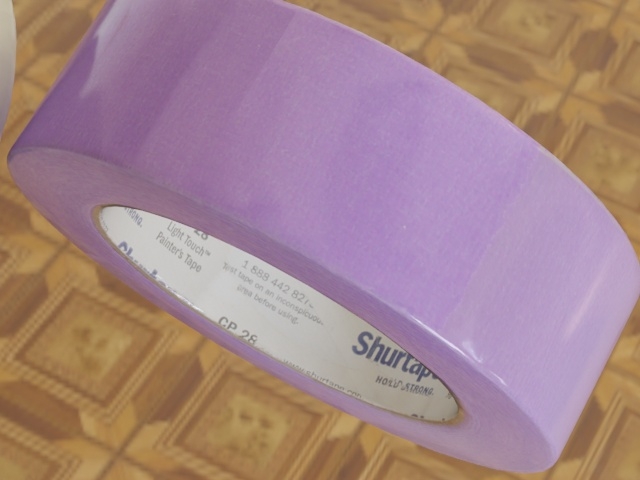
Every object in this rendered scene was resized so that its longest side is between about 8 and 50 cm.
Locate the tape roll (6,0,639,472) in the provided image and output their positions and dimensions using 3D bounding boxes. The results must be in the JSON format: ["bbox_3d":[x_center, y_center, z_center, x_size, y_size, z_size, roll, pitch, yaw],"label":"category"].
[{"bbox_3d":[0.000,0.000,0.671,0.275,0.275,0.090,26,74,12],"label":"tape roll"}]

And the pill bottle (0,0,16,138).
[{"bbox_3d":[-0.322,-0.104,0.614,0.361,0.204,0.204,14,38,-46],"label":"pill bottle"}]
